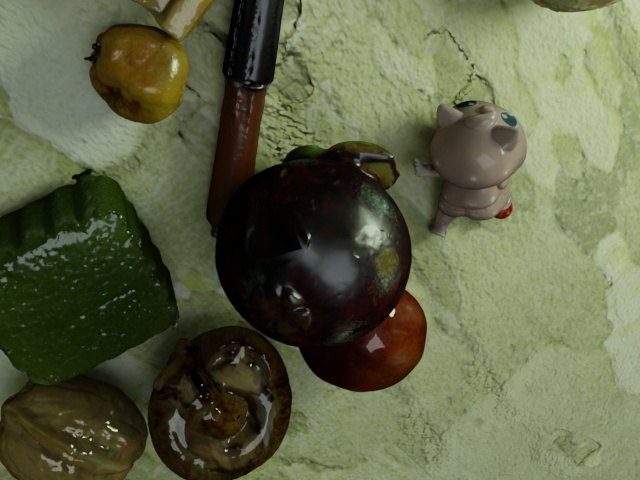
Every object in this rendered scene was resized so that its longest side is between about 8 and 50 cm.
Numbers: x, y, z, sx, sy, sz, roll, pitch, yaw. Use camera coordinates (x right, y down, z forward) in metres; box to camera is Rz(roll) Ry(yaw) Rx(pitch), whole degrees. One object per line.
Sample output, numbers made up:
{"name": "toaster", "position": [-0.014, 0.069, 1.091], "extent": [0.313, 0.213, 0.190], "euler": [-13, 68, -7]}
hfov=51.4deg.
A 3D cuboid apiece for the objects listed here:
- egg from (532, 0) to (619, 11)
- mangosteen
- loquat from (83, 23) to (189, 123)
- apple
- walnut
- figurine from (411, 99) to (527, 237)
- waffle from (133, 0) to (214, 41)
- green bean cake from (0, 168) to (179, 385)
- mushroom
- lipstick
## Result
{"name": "egg", "position": [0.391, -0.441, 0.980], "extent": [0.245, 0.203, 0.203], "euler": [-4, 118, -19]}
{"name": "mangosteen", "position": [-0.009, 0.006, 0.977], "extent": [0.311, 0.311, 0.311], "euler": [-9, 120, -17]}
{"name": "loquat", "position": [-0.245, -0.229, 0.898], "extent": [0.137, 0.113, 0.137], "euler": [-2, 119, -4]}
{"name": "apple", "position": [0.071, 0.159, 1.171], "extent": [0.233, 0.234, 0.234], "euler": [-9, 120, -17]}
{"name": "walnut", "position": [-0.404, 0.316, 1.083], "extent": [0.245, 0.198, 0.198], "euler": [36, 100, -29]}
{"name": "figurine", "position": [0.263, -0.129, 1.150], "extent": [0.186, 0.176, 0.287], "euler": [-61, 152, -33]}
{"name": "waffle", "position": [-0.208, -0.463, 0.788], "extent": [0.348, 0.077, 0.304], "euler": [35, 103, -25]}
{"name": "green bean cake", "position": [-0.363, 0.058, 0.977], "extent": [0.249, 0.156, 0.247], "euler": [-27, 125, -6]}
{"name": "mushroom", "position": [-0.179, 0.270, 1.141], "extent": [0.263, 0.195, 0.283], "euler": [-36, 141, -9]}
{"name": "lipstick", "position": [-0.116, -0.192, 0.988], "extent": [0.077, 0.077, 0.419], "euler": [2, 118, -22]}
